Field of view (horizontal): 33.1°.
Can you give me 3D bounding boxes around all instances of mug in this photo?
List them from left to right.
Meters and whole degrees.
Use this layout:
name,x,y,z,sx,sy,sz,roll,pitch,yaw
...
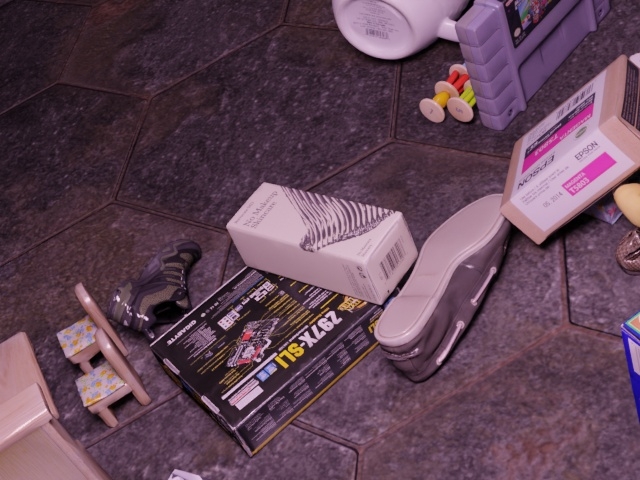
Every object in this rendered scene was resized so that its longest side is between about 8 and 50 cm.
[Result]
name,x,y,z,sx,sy,sz,roll,pitch,yaw
mug,0.210,-0.502,2.066,0.374,0.276,0.328,23,61,7

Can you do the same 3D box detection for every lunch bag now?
name,x,y,z,sx,sy,sz,roll,pitch,yaw
lunch bag,0.431,-0.074,1.617,0.083,0.053,0.071,-50,42,-12

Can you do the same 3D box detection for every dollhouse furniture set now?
name,x,y,z,sx,sy,sz,roll,pitch,yaw
dollhouse furniture set,-0.458,0.254,1.585,0.362,0.256,0.394,-32,40,-7

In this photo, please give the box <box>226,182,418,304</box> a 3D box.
name,x,y,z,sx,sy,sz,roll,pitch,yaw
box,0.000,0.000,1.620,0.275,0.094,0.113,13,53,37

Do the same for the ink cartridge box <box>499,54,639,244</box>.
name,x,y,z,sx,sy,sz,roll,pitch,yaw
ink cartridge box,0.379,-0.134,1.576,0.235,0.088,0.193,-42,14,37

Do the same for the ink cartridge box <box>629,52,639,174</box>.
name,x,y,z,sx,sy,sz,roll,pitch,yaw
ink cartridge box,0.553,-0.205,1.665,0.148,0.086,0.203,-5,44,26

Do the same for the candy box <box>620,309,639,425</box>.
name,x,y,z,sx,sy,sz,roll,pitch,yaw
candy box,0.505,0.112,1.206,0.317,0.268,0.122,-37,44,-12

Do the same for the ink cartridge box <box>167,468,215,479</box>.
name,x,y,z,sx,sy,sz,roll,pitch,yaw
ink cartridge box,-0.158,0.415,1.415,0.208,0.045,0.206,7,49,32

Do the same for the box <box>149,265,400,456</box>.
name,x,y,z,sx,sy,sz,roll,pitch,yaw
box,-0.065,0.139,1.638,0.322,0.079,0.257,-40,44,-16

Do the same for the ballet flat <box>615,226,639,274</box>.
name,x,y,z,sx,sy,sz,roll,pitch,yaw
ballet flat,0.527,-0.029,1.509,0.250,0.058,0.084,-24,40,2

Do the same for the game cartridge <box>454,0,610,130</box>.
name,x,y,z,sx,sy,sz,roll,pitch,yaw
game cartridge,0.374,-0.384,1.845,0.068,0.230,0.355,26,62,36

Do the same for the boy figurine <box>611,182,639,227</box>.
name,x,y,z,sx,sy,sz,roll,pitch,yaw
boy figurine,0.481,-0.070,1.468,0.177,0.092,0.285,-4,27,28

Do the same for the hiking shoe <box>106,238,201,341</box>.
name,x,y,z,sx,sy,sz,roll,pitch,yaw
hiking shoe,-0.255,0.087,1.806,0.114,0.086,0.227,35,46,9

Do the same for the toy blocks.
name,x,y,z,sx,sy,sz,roll,pitch,yaw
toy blocks,0.262,-0.276,1.913,0.123,0.054,0.148,6,48,51

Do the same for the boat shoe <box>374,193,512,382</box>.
name,x,y,z,sx,sy,sz,roll,pitch,yaw
boat shoe,0.193,0.065,1.582,0.112,0.095,0.335,2,42,45
